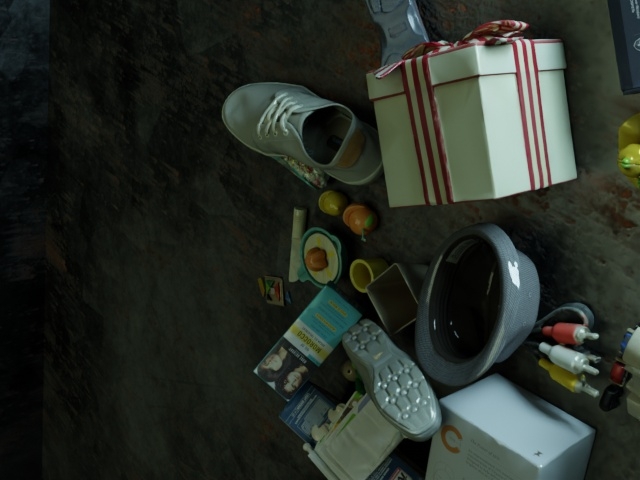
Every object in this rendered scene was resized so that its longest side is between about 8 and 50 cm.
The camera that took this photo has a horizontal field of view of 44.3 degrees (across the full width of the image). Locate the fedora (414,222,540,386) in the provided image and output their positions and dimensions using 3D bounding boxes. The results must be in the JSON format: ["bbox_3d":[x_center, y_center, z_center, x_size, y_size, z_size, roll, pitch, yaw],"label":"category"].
[{"bbox_3d":[0.278,0.112,1.327,0.243,0.124,0.276,3,82,62],"label":"fedora"}]

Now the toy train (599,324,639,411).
[{"bbox_3d":[0.468,0.202,1.229,0.027,0.036,0.158,33,124,40],"label":"toy train"}]

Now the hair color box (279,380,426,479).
[{"bbox_3d":[0.089,0.443,1.629,0.347,0.174,0.105,34,85,39],"label":"hair color box"}]

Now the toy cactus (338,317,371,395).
[{"bbox_3d":[0.094,0.270,1.663,0.180,0.112,0.219,-13,93,69],"label":"toy cactus"}]

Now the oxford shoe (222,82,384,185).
[{"bbox_3d":[-0.054,-0.240,1.608,0.449,0.130,0.169,29,92,38],"label":"oxford shoe"}]

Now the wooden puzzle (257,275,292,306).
[{"bbox_3d":[-0.114,0.123,1.912,0.116,0.014,0.079,-6,96,50],"label":"wooden puzzle"}]

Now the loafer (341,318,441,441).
[{"bbox_3d":[0.137,0.259,1.429,0.111,0.112,0.319,58,179,-31],"label":"loafer"}]

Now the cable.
[{"bbox_3d":[0.352,0.164,1.329,0.287,0.072,0.140,8,101,49],"label":"cable"}]

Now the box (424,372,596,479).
[{"bbox_3d":[0.313,0.448,1.382,0.215,0.168,0.346,28,122,42],"label":"box"}]

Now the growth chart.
[{"bbox_3d":[0.081,0.378,1.538,0.237,0.021,0.172,-45,51,7],"label":"growth chart"}]

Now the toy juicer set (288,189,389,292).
[{"bbox_3d":[0.000,0.000,1.682,0.329,0.089,0.209,0,101,50],"label":"toy juicer set"}]

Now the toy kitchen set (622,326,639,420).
[{"bbox_3d":[0.537,0.177,1.124,0.122,0.166,0.207,34,162,39],"label":"toy kitchen set"}]

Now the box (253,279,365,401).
[{"bbox_3d":[-0.023,0.207,1.626,0.100,0.060,0.244,40,101,3],"label":"box"}]

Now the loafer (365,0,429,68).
[{"bbox_3d":[0.157,-0.349,1.412,0.109,0.095,0.303,-10,98,28],"label":"loafer"}]

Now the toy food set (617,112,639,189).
[{"bbox_3d":[0.496,-0.117,1.075,0.217,0.071,0.128,7,106,48],"label":"toy food set"}]

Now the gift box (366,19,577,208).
[{"bbox_3d":[0.230,-0.195,1.218,0.255,0.276,0.258,-4,96,45],"label":"gift box"}]

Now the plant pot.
[{"bbox_3d":[0.171,0.104,1.504,0.109,0.096,0.109,-43,68,46],"label":"plant pot"}]

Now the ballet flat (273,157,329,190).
[{"bbox_3d":[-0.060,-0.188,1.720,0.241,0.091,0.077,35,95,34],"label":"ballet flat"}]

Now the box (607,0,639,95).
[{"bbox_3d":[0.509,-0.356,0.993,0.293,0.073,0.296,-3,99,51],"label":"box"}]
